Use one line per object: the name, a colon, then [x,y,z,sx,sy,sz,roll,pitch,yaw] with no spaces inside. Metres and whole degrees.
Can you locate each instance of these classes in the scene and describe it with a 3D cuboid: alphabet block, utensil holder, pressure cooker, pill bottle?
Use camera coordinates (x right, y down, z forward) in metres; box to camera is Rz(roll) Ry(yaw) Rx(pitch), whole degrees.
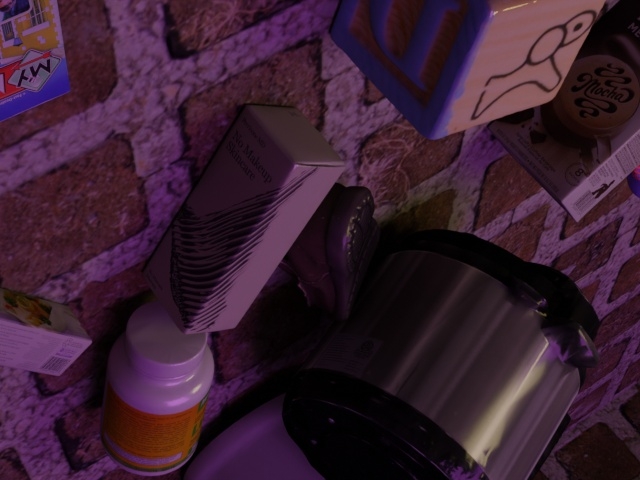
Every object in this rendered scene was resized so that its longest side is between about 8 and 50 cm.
alphabet block: [0.161,-0.252,1.313,0.197,0.193,0.192,-20,149,-35]
utensil holder: [0.011,0.472,2.000,0.327,0.385,0.327,-30,157,-14]
pressure cooker: [0.194,0.188,1.798,0.420,0.370,0.375,-53,164,-28]
pill bottle: [-0.212,0.189,1.583,0.136,0.136,0.246,-23,149,-30]

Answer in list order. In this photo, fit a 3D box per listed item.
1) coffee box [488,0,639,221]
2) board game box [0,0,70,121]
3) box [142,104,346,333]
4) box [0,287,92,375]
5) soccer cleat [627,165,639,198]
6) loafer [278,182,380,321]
coffee box: [0.416,-0.196,1.760,0.297,0.168,0.119,-44,154,7]
board game box: [-0.361,-0.142,0.975,0.317,0.046,0.213,-28,151,-22]
box: [-0.095,-0.022,1.436,0.094,0.113,0.275,-3,135,-49]
box: [-0.370,0.085,1.298,0.067,0.063,0.324,-46,153,10]
soccer cleat: [0.547,-0.170,2.035,0.116,0.108,0.318,-34,149,-23]
loafer: [0.000,0.000,1.614,0.366,0.130,0.134,87,24,-69]
